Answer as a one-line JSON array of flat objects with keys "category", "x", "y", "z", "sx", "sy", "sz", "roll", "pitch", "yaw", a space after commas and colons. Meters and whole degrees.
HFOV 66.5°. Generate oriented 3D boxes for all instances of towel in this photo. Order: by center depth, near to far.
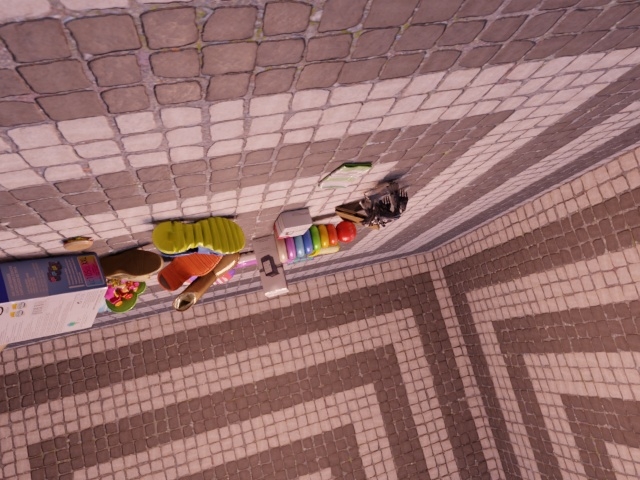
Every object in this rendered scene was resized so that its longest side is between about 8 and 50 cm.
[{"category": "towel", "x": 0.073, "y": -0.192, "z": 1.473, "sx": 0.113, "sy": 0.023, "sz": 0.152, "roll": -9, "pitch": 168, "yaw": -34}]

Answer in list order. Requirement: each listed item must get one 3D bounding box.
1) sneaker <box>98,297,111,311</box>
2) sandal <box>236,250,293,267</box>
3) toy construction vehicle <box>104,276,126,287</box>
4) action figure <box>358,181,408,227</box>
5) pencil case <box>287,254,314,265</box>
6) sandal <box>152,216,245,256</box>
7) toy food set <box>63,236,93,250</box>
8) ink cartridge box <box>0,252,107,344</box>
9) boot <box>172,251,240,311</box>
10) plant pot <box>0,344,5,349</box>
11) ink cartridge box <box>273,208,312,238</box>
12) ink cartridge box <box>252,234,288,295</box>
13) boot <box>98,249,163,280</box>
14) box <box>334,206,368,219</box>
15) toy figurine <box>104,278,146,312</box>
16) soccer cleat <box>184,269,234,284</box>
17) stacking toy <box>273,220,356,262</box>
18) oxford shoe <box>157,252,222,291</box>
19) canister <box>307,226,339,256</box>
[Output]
[{"category": "sneaker", "x": -1.034, "y": 0.299, "z": 2.245, "sx": 0.318, "sy": 0.127, "sz": 0.208, "roll": -22, "pitch": 166, "yaw": 40}, {"category": "sandal", "x": -0.234, "y": 0.096, "z": 2.335, "sx": 0.415, "sy": 0.103, "sz": 0.169, "roll": -12, "pitch": 169, "yaw": -17}, {"category": "toy construction vehicle", "x": -0.736, "y": 0.146, "z": 1.694, "sx": 0.085, "sy": 0.035, "sz": 0.098, "roll": -19, "pitch": 160, "yaw": 28}, {"category": "action figure", "x": 0.222, "y": -0.124, "z": 1.732, "sx": 0.163, "sy": 0.141, "sz": 0.275, "roll": -17, "pitch": -175, "yaw": 25}, {"category": "pencil case", "x": -0.108, "y": 0.086, "z": 2.563, "sx": 0.151, "sy": 0.065, "sz": 0.070, "roll": -12, "pitch": 153, "yaw": -14}, {"category": "sandal", "x": -0.398, "y": -0.005, "z": 1.579, "sx": 0.317, "sy": 0.126, "sz": 0.138, "roll": 3, "pitch": 165, "yaw": -34}, {"category": "toy food set", "x": -0.718, "y": 0.010, "z": 1.449, "sx": 0.082, "sy": 0.020, "sz": 0.083, "roll": -17, "pitch": 169, "yaw": 12}, {"category": "ink cartridge box", "x": -0.917, "y": 0.190, "z": 1.540, "sx": 0.395, "sy": 0.151, "sz": 0.270, "roll": -9, "pitch": 148, "yaw": -44}, {"category": "boot", "x": -0.452, "y": 0.156, "z": 1.970, "sx": 0.236, "sy": 0.089, "sz": 0.269, "roll": -43, "pitch": -174, "yaw": 26}, {"category": "plant pot", "x": -1.223, "y": 0.317, "z": 1.681, "sx": 0.305, "sy": 0.334, "sz": 0.333, "roll": -32, "pitch": 164, "yaw": 22}, {"category": "ink cartridge box", "x": -0.103, "y": -0.061, "z": 1.807, "sx": 0.109, "sy": 0.063, "sz": 0.150, "roll": -11, "pitch": 169, "yaw": -18}, {"category": "ink cartridge box", "x": -0.211, "y": 0.114, "z": 2.088, "sx": 0.100, "sy": 0.238, "sz": 0.172, "roll": -14, "pitch": 170, "yaw": -2}, {"category": "boot", "x": -0.654, "y": 0.099, "z": 1.773, "sx": 0.261, "sy": 0.095, "sz": 0.203, "roll": -10, "pitch": 169, "yaw": 11}, {"category": "box", "x": 0.150, "y": -0.084, "z": 1.923, "sx": 0.164, "sy": 0.021, "sz": 0.201, "roll": 16, "pitch": 175, "yaw": 13}, {"category": "toy figurine", "x": -0.784, "y": 0.189, "z": 1.906, "sx": 0.173, "sy": 0.130, "sz": 0.159, "roll": -35, "pitch": 164, "yaw": -14}, {"category": "soccer cleat", "x": -0.502, "y": 0.140, "z": 2.211, "sx": 0.116, "sy": 0.109, "sz": 0.318, "roll": -28, "pitch": 161, "yaw": 38}, {"category": "stacking toy", "x": -0.015, "y": -0.011, "z": 1.950, "sx": 0.329, "sy": 0.141, "sz": 0.141, "roll": -12, "pitch": 169, "yaw": -6}, {"category": "oxford shoe", "x": -0.495, "y": 0.072, "z": 1.914, "sx": 0.363, "sy": 0.130, "sz": 0.133, "roll": -27, "pitch": -165, "yaw": 31}, {"category": "canister", "x": 0.000, "y": 0.000, "z": 2.100, "sx": 0.073, "sy": 0.126, "sz": 0.169, "roll": -22, "pitch": 169, "yaw": 36}]
